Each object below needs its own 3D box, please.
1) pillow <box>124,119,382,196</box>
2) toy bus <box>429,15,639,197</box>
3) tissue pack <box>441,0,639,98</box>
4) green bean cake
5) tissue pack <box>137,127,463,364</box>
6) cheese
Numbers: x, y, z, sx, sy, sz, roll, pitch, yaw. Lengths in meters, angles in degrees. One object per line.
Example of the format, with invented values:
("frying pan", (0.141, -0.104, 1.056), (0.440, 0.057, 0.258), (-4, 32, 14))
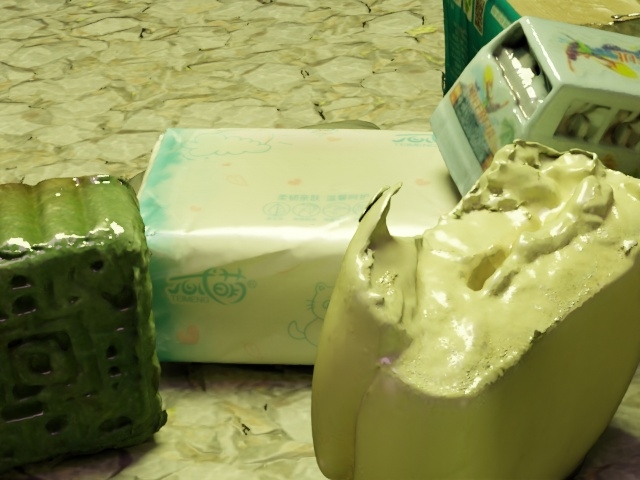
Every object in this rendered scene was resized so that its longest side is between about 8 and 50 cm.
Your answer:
("pillow", (-0.045, -0.056, 1.546), (0.255, 0.059, 0.169), (-14, 25, -17))
("toy bus", (0.248, -0.070, 1.316), (0.330, 0.136, 0.109), (7, 42, -31))
("tissue pack", (0.192, -0.137, 1.519), (0.134, 0.192, 0.271), (-9, 27, -6))
("green bean cake", (-0.194, 0.058, 1.200), (0.173, 0.181, 0.094), (-7, 28, -12))
("tissue pack", (0.000, 0.001, 1.341), (0.271, 0.124, 0.201), (1, 32, 4))
("cheese", (0.102, 0.061, 1.106), (0.127, 0.233, 0.266), (26, 41, 28))
